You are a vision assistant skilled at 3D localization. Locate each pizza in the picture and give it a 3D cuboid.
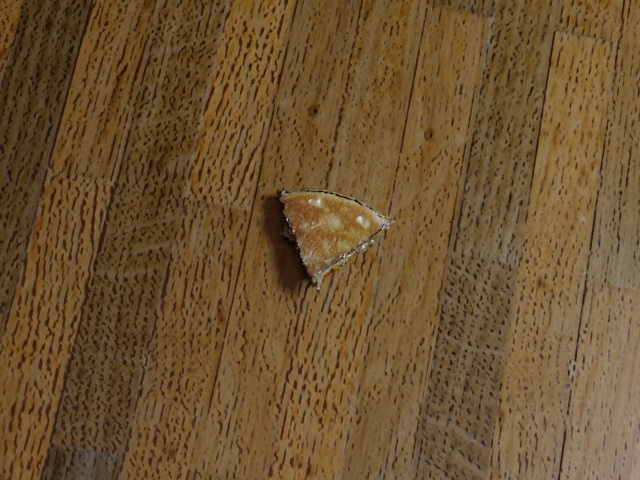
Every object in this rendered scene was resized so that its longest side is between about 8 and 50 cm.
[{"bbox_3d":[0.000,-0.013,1.747,0.100,0.029,0.099,-40,68,-22],"label":"pizza"}]
